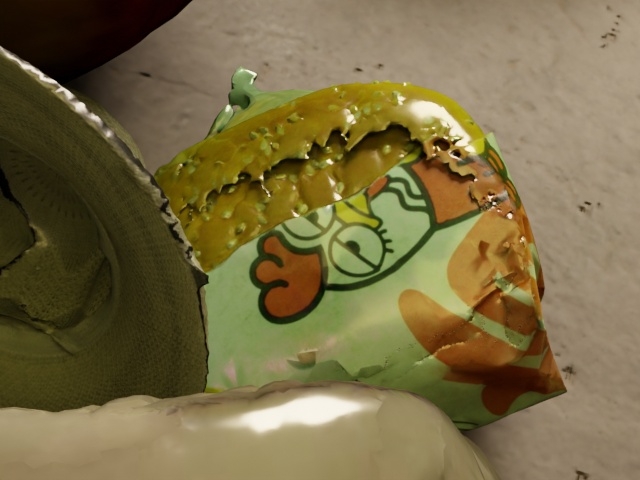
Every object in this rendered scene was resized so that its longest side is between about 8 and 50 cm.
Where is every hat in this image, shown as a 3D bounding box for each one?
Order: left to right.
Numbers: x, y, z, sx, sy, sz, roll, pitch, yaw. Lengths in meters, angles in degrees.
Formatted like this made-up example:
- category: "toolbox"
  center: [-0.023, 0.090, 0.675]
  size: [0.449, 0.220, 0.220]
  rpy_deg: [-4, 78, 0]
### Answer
- category: "hat"
  center: [-0.136, -0.014, 0.566]
  size: [0.252, 0.252, 0.110]
  rpy_deg: [28, 41, 3]

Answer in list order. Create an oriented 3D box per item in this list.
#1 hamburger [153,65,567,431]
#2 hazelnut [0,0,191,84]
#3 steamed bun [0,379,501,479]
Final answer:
- category: "hamburger"
  center: [-0.001, -0.002, 0.638]
  size: [0.214, 0.125, 0.235]
  rpy_deg: [-10, 70, -2]
- category: "hazelnut"
  center: [-0.208, -0.254, 0.601]
  size: [0.429, 0.402, 0.402]
  rpy_deg: [11, 63, 2]
- category: "steamed bun"
  center: [-0.087, 0.180, 0.439]
  size: [0.324, 0.310, 0.219]
  rpy_deg: [-4, 71, -9]
